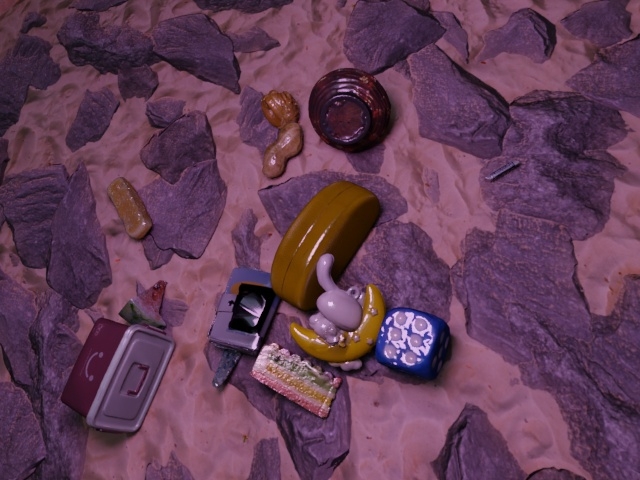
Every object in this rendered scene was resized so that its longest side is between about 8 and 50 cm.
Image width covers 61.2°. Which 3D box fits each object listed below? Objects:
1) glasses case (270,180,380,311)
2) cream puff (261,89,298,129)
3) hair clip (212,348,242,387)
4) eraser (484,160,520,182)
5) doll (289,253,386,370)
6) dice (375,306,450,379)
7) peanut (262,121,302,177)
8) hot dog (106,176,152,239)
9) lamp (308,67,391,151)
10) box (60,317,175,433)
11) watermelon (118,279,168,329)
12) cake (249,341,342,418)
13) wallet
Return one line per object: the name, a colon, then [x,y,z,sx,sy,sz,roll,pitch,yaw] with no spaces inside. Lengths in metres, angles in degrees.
glasses case: [0.000,0.000,1.442,0.141,0.173,0.371,29,80,31]
cream puff: [-0.122,-0.414,1.701,0.133,0.119,0.104,44,67,2]
hair clip: [-0.244,0.295,1.477,0.066,0.036,0.229,8,60,16]
eraser: [0.481,-0.184,1.435,0.099,0.027,0.019,-32,69,5]
doll: [0.051,0.192,1.345,0.252,0.111,0.237,33,97,-2]
dice: [0.218,0.242,1.282,0.146,0.146,0.143,12,75,27]
peanut: [-0.114,-0.275,1.656,0.089,0.089,0.193,32,85,28]
hot dog: [-0.614,-0.101,1.759,0.084,0.073,0.242,-39,64,5]
lamp: [0.082,-0.374,1.553,0.247,0.247,0.247,-7,66,16]
box: [-0.558,0.360,1.484,0.167,0.193,0.294,12,73,32]
watermelon: [-0.528,0.183,1.592,0.098,0.121,0.158,-24,56,33]
cake: [-0.061,0.354,1.390,0.225,0.090,0.109,27,76,8]
wallet: [-0.204,0.187,1.475,0.170,0.069,0.231,13,64,16]
